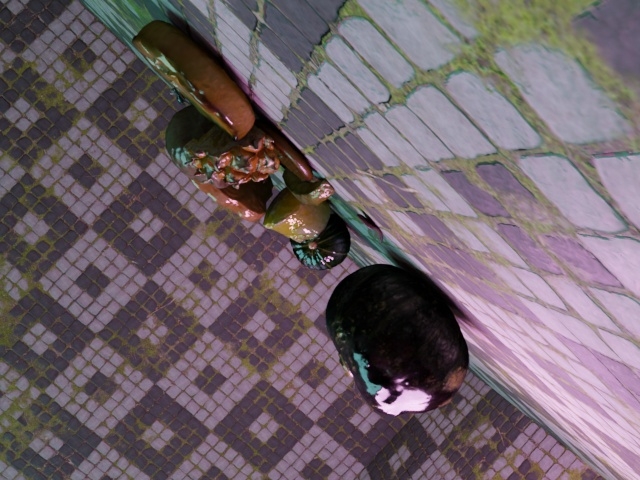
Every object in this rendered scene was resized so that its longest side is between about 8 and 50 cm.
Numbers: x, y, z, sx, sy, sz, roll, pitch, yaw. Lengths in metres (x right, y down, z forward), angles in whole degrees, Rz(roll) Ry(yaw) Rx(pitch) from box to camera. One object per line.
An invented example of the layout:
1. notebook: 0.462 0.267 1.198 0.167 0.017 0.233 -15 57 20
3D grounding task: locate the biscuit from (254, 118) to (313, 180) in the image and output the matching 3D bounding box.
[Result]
1. biscuit: -0.093 -0.223 1.385 0.212 0.036 0.212 43 176 3

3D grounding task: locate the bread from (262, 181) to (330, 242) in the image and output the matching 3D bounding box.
1. bread: -0.074 -0.085 1.771 0.170 0.197 0.197 37 180 -19

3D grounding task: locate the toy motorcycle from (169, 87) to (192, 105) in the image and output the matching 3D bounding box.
1. toy motorcycle: -0.462 -0.515 1.850 0.130 0.094 0.229 44 174 35

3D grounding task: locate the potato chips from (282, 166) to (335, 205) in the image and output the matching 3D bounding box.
1. potato chips: -0.049 -0.151 1.567 0.057 0.080 0.407 33 -177 -21

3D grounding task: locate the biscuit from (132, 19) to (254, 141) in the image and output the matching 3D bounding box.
1. biscuit: -0.255 -0.340 1.182 0.296 0.102 0.296 41 177 3

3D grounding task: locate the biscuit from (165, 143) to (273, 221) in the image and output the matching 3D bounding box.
1. biscuit: -0.301 -0.248 1.759 0.385 0.062 0.365 39 -151 -20

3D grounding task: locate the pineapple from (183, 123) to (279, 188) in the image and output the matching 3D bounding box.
1. pineapple: -0.207 -0.220 1.321 0.237 0.186 0.114 6 142 13

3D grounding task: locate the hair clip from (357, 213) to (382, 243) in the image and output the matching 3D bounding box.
1. hair clip: 0.124 -0.030 1.383 0.054 0.022 0.137 43 179 27

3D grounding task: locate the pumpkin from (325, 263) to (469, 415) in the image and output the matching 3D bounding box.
1. pumpkin: 0.211 0.276 1.592 0.454 0.344 0.454 57 173 11

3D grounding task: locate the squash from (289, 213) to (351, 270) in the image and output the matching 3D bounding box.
1. squash: 0.000 -0.001 1.959 0.218 0.218 0.172 43 -149 -3

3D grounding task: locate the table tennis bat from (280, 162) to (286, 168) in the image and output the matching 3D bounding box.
1. table tennis bat: -0.110 -0.236 1.824 0.234 0.022 0.131 45 178 -7

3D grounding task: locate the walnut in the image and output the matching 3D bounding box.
1. walnut: -0.286 -0.266 1.504 0.248 0.248 0.248 43 178 1
